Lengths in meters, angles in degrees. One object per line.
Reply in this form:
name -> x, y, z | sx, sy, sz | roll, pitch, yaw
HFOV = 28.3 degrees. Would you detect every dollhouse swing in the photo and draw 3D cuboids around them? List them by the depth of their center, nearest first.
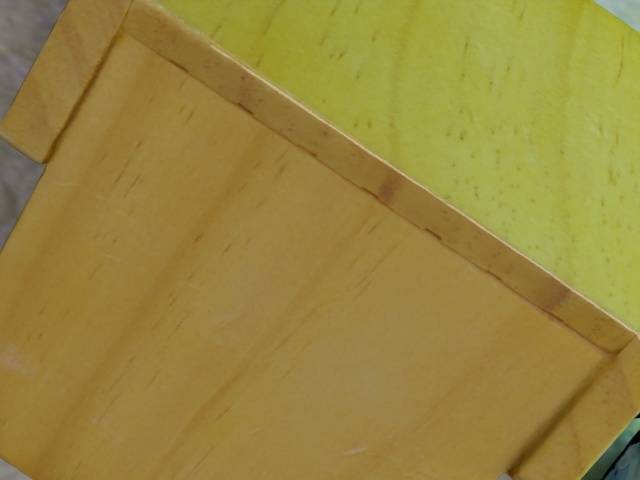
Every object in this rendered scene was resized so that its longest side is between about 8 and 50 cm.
dollhouse swing -> 0.000, 0.000, 0.768 | 0.347, 0.315, 0.305 | 33, 134, -3

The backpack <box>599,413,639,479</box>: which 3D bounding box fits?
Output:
backpack -> 0.288, 0.258, 0.802 | 0.277, 0.263, 0.213 | 21, 110, -10
